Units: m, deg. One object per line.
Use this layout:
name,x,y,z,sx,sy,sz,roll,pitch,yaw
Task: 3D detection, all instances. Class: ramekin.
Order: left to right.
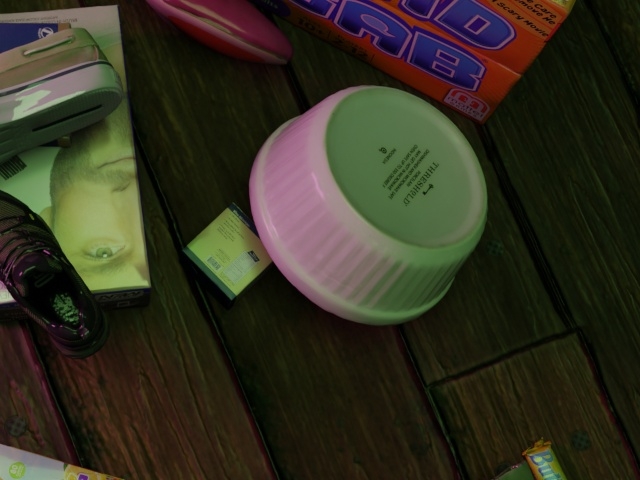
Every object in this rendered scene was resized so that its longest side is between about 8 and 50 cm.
ramekin,0.065,-0.052,1.810,0.273,0.127,0.272,16,54,-23

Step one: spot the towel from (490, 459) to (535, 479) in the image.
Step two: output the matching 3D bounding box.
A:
towel,0.207,0.421,1.708,0.312,0.056,0.324,-23,85,-47

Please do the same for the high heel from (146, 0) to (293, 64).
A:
high heel,-0.168,-0.355,1.897,0.377,0.127,0.181,30,83,3

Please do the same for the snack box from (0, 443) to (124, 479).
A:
snack box,-0.318,0.265,1.689,0.207,0.174,0.070,18,70,-3

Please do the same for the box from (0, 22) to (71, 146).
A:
box,-0.386,-0.171,1.761,0.225,0.036,0.136,-1,76,-5

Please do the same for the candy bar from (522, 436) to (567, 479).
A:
candy bar,0.282,0.305,1.859,0.040,0.018,0.161,-24,81,-15

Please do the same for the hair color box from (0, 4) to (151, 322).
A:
hair color box,-0.301,-0.088,1.821,0.185,0.110,0.338,-6,78,-10

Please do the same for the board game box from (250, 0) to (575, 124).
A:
board game box,0.148,-0.414,1.852,0.356,0.356,0.356,28,73,-1

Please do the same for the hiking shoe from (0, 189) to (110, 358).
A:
hiking shoe,-0.301,0.019,1.679,0.086,0.114,0.227,-42,84,-15

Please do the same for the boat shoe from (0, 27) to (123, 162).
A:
boat shoe,-0.360,-0.137,1.695,0.302,0.109,0.094,-20,66,-19

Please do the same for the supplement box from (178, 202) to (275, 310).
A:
supplement box,-0.104,0.019,1.851,0.083,0.056,0.083,45,73,4
